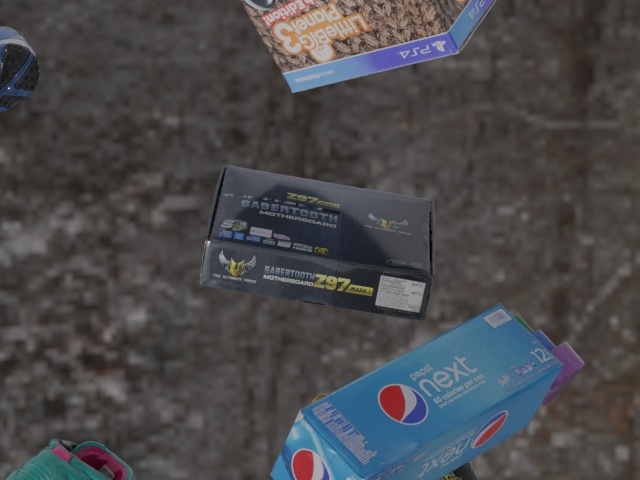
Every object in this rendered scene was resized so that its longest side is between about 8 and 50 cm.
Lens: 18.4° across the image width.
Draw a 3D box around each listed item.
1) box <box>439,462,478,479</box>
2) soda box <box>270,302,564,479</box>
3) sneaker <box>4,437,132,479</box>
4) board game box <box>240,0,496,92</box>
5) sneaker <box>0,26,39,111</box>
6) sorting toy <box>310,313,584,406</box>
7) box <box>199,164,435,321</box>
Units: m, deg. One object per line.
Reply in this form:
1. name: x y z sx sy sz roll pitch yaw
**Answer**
1. box: 0.043 0.303 1.786 0.220 0.175 0.051 -13 -145 -8
2. soda box: 0.068 0.120 1.339 0.210 0.071 0.067 -23 -121 -41
3. sneaker: -0.307 0.343 2.461 0.123 0.295 0.178 35 -111 27
4. board game box: 0.018 -0.330 2.092 0.232 0.291 0.141 -11 -149 39
5. sneaker: -0.355 -0.133 1.788 0.211 0.080 0.081 -19 -148 -2
6. sorting toy: 0.116 0.156 1.975 0.365 0.127 0.126 -27 -111 -42
7. box: 0.000 0.000 2.031 0.232 0.059 0.183 10 -155 -1
